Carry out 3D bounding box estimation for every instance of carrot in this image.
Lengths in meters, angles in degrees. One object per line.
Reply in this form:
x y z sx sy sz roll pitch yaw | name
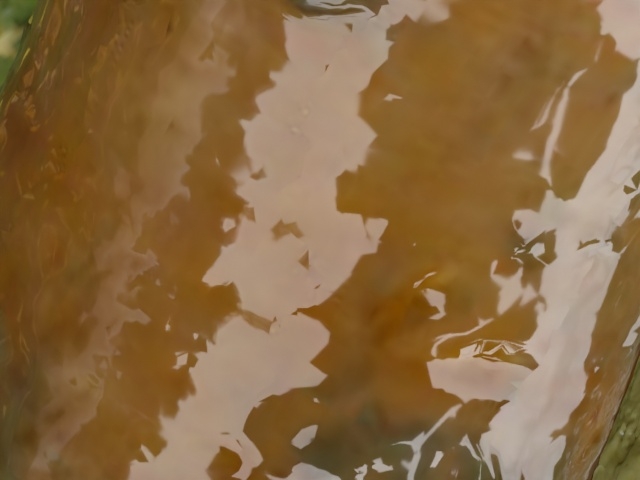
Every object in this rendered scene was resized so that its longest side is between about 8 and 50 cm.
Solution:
0.000 0.000 0.594 0.224 0.224 0.340 -24 144 -58 | carrot

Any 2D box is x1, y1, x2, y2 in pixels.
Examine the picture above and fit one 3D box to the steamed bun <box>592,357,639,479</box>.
0.276 0.153 1.154 0.273 0.232 0.166 -66 -157 5 | steamed bun
